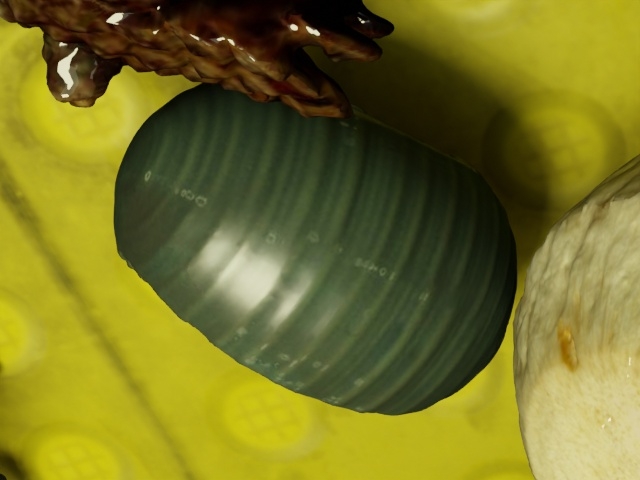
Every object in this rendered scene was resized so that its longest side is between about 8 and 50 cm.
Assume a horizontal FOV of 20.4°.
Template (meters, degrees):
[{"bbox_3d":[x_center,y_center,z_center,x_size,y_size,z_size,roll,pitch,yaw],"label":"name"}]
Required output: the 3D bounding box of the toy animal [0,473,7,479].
[{"bbox_3d":[-0.294,0.122,1.167,0.245,0.146,0.114,42,120,-19],"label":"toy animal"}]

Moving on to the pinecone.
[{"bbox_3d":[-0.078,-0.210,0.842,0.298,0.242,0.295,22,119,9],"label":"pinecone"}]

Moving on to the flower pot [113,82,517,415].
[{"bbox_3d":[0.000,0.000,1.004,0.243,0.189,0.157,24,96,-24],"label":"flower pot"}]

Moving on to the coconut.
[{"bbox_3d":[0.272,0.055,0.950,0.329,0.329,0.328,5,125,7],"label":"coconut"}]
